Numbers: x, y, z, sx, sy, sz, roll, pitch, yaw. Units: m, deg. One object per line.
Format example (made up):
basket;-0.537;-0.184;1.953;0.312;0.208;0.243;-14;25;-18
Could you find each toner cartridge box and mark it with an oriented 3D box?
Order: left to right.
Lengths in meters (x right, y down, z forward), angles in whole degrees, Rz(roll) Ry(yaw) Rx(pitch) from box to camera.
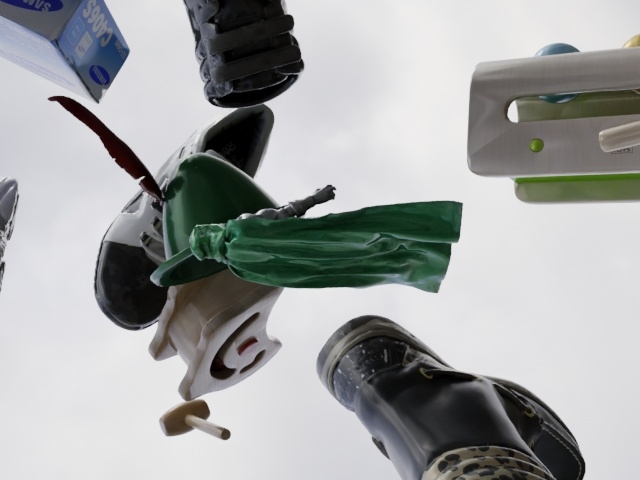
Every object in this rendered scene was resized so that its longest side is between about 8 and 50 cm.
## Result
toner cartridge box;-0.375;-0.269;1.085;0.348;0.075;0.165;26;170;9

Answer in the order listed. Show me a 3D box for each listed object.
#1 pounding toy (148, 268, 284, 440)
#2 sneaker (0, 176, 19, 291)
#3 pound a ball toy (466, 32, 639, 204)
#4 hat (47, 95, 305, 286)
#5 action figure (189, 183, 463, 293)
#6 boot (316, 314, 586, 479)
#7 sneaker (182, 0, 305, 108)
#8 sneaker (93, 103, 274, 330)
pounding toy;-0.094;0.133;1.240;0.154;0.269;0.155;-25;-116;-36
sneaker;-0.382;0.010;1.097;0.115;0.090;0.232;11;-149;-15
pound a ball toy;0.273;-0.116;0.844;0.208;0.319;0.136;19;-107;-57
hat;-0.129;-0.072;1.058;0.183;0.173;0.208;63;177;8
action figure;0.000;0.000;0.944;0.232;0.137;0.063;-1;-131;-6
boot;0.115;0.151;0.671;0.236;0.085;0.178;32;-170;-30
sneaker;-0.064;-0.206;0.830;0.296;0.104;0.147;88;164;-71
sneaker;-0.161;-0.046;1.284;0.122;0.146;0.330;34;-115;-13
